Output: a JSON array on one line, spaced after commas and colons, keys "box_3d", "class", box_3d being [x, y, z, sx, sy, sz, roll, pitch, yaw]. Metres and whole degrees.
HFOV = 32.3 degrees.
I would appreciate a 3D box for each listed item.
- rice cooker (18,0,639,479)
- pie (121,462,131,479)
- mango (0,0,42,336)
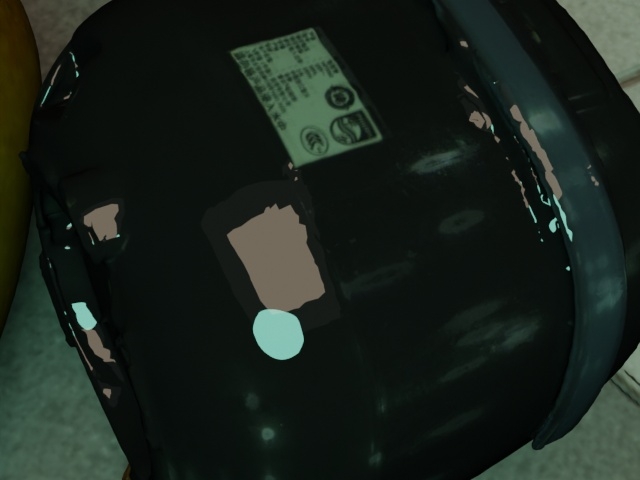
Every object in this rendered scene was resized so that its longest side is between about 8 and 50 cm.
[{"box_3d": [0.000, 0.000, 0.486, 0.224, 0.267, 0.267, -19, 70, -20], "class": "rice cooker"}, {"box_3d": [-0.057, 0.188, 0.521, 0.088, 0.033, 0.191, -37, 66, -5], "class": "pie"}, {"box_3d": [-0.289, 0.017, 0.476, 0.300, 0.232, 0.445, 16, 73, 1], "class": "mango"}]
